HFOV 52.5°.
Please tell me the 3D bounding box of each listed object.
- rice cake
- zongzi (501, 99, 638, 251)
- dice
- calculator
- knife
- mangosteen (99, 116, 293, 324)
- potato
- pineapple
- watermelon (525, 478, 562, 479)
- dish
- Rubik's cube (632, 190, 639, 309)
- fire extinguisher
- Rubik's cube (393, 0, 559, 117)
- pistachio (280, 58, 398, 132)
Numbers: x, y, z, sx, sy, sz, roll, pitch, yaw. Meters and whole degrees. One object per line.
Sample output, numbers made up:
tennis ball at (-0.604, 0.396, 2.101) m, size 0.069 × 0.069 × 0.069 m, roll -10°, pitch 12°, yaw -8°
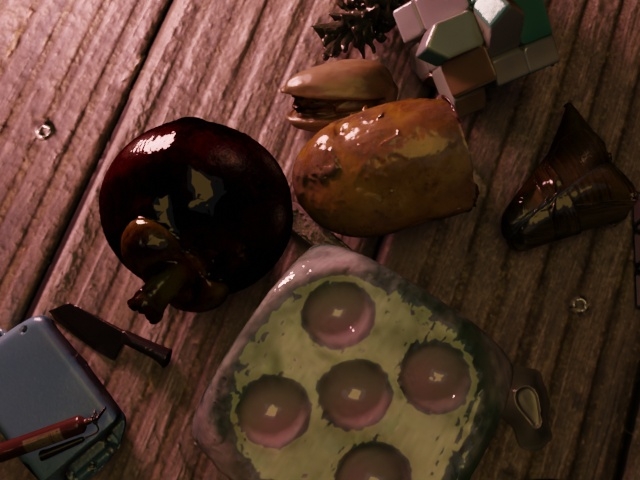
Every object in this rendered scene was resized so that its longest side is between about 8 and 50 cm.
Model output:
rice cake at (0.000, -0.001, 1.111) m, size 0.270 × 0.055 × 0.049 m, roll 39°, pitch 96°, yaw 8°
zongzi at (0.387, -0.116, 1.111) m, size 0.221 × 0.112 × 0.242 m, roll -19°, pitch 69°, yaw -3°
dice at (0.039, 0.230, 0.912) m, size 0.331 × 0.328 × 0.348 m, roll 31°, pitch 78°, yaw 8°
calculator at (-0.446, 0.258, 1.050) m, size 0.173 × 0.051 × 0.293 m, roll -41°, pitch 79°, yaw -7°
knife at (-0.358, 0.164, 1.090) m, size 0.231 × 0.028 × 0.060 m, roll 25°, pitch 90°, yaw 8°
mangosteen at (-0.195, -0.043, 0.996) m, size 0.297 × 0.293 × 0.296 m, roll 3°, pitch 101°, yaw 16°
potato at (0.087, -0.110, 1.061) m, size 0.266 × 0.229 × 0.229 m, roll -18°, pitch 77°, yaw -2°
pineapple at (0.111, -0.439, 1.169) m, size 0.169 × 0.169 × 0.340 m, roll 33°, pitch 84°, yaw 8°
watermelon at (0.331, 0.497, 0.958) m, size 0.213 × 0.201 × 0.261 m, roll 2°, pitch 33°, yaw 2°
dish at (0.334, 0.271, 1.048) m, size 0.091 × 0.039 × 0.137 m, roll -15°, pitch 75°, yaw -3°
Rubik's cube at (0.593, -0.033, 1.078) m, size 0.211 × 0.190 × 0.178 m, roll -24°, pitch 60°, yaw -10°
fire extinguisher at (-0.411, 0.306, 0.995) m, size 0.173 × 0.035 × 0.048 m, roll -20°, pitch 74°, yaw -1°
Rubik's cube at (0.254, -0.334, 1.090) m, size 0.213 × 0.265 × 0.224 m, roll -22°, pitch 102°, yaw -6°
pistachio at (0.035, -0.254, 1.140) m, size 0.206 × 0.131 × 0.129 m, roll -4°, pitch 118°, yaw 3°
